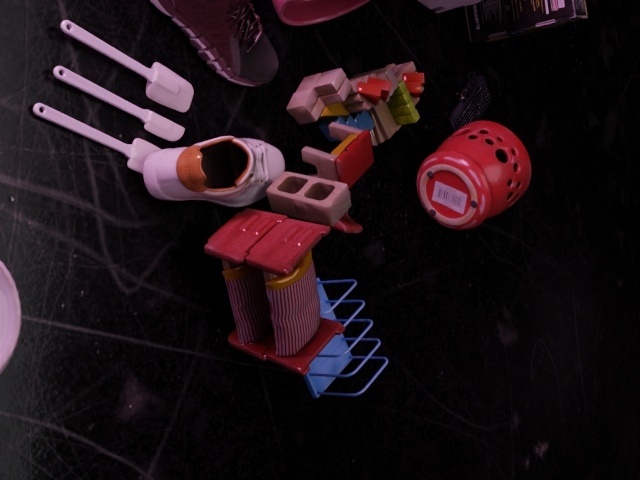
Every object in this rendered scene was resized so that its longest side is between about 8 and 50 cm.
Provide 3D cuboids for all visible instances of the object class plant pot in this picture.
[{"bbox_3d":[-0.007,-0.481,1.430,0.201,0.201,0.180,-15,82,-49],"label":"plant pot"},{"bbox_3d":[0.303,-0.128,1.749,0.174,0.191,0.191,-33,111,-43],"label":"plant pot"}]

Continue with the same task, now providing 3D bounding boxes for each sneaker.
[{"bbox_3d":[-0.122,-0.333,1.284,0.281,0.163,0.106,35,60,-42],"label":"sneaker"},{"bbox_3d":[-0.120,-0.102,1.291,0.290,0.123,0.105,-16,98,-56],"label":"sneaker"}]

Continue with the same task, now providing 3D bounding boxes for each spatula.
[{"bbox_3d":[-0.278,-0.193,1.201,0.242,0.019,0.168,26,73,-46],"label":"spatula"}]

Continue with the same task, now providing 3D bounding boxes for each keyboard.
[{"bbox_3d":[0.342,-0.303,1.928,0.100,0.038,0.192,59,46,-27],"label":"keyboard"}]

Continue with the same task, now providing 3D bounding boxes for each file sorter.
[{"bbox_3d":[0.026,0.164,1.454,0.118,0.105,0.170,-42,118,-43],"label":"file sorter"}]

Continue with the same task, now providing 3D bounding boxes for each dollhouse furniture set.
[{"bbox_3d":[0.000,0.000,1.352,0.374,0.152,0.201,-47,140,-39],"label":"dollhouse furniture set"}]

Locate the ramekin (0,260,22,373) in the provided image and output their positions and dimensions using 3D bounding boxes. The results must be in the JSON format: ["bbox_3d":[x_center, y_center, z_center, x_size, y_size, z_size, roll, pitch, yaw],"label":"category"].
[{"bbox_3d":[-0.423,0.084,0.928,0.207,0.109,0.207,7,81,-50],"label":"ramekin"}]

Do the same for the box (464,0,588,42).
[{"bbox_3d":[0.431,-0.617,1.895,0.079,0.257,0.321,-17,98,-51],"label":"box"}]

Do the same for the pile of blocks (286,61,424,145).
[{"bbox_3d":[0.099,-0.246,1.577,0.362,0.113,0.148,-20,101,-49],"label":"pile of blocks"}]

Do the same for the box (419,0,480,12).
[{"bbox_3d":[0.265,-0.565,1.751,0.182,0.181,0.118,16,74,-48],"label":"box"}]
